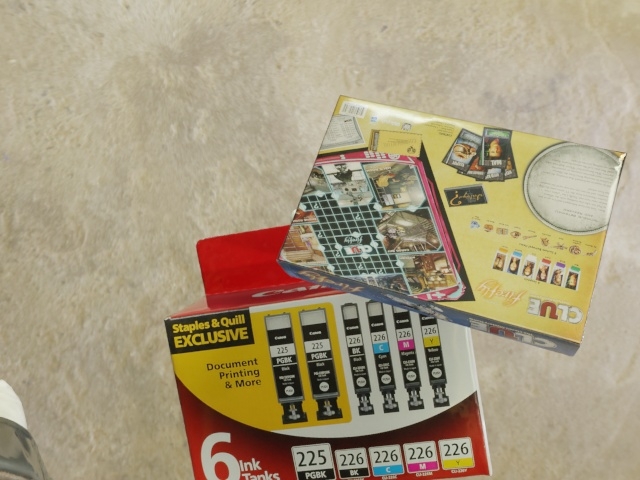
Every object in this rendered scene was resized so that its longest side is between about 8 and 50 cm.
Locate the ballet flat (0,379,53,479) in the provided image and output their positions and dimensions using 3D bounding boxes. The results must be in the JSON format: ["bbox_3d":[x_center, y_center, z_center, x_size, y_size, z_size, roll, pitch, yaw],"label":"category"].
[{"bbox_3d":[-0.220,0.151,0.437,0.095,0.096,0.280,-7,149,-18],"label":"ballet flat"}]

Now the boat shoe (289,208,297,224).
[{"bbox_3d":[0.000,0.000,0.961,0.099,0.116,0.319,31,72,-20],"label":"boat shoe"}]

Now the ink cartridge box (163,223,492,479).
[{"bbox_3d":[0.006,0.115,0.746,0.309,0.130,0.272,-10,95,10],"label":"ink cartridge box"}]

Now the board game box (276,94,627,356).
[{"bbox_3d":[0.106,-0.019,0.571,0.243,0.042,0.165,15,72,17],"label":"board game box"}]
